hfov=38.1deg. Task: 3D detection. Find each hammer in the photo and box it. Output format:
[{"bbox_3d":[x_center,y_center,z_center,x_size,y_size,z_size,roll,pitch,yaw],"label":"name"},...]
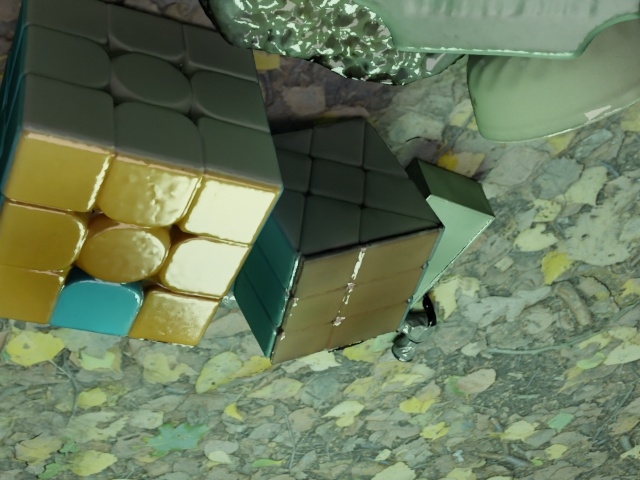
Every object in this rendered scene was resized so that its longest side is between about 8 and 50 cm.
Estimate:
[{"bbox_3d":[0.005,0.129,1.579,0.426,0.044,0.152,9,131,-22],"label":"hammer"}]

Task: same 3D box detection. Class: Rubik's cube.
[{"bbox_3d":[-0.243,-0.083,1.119,0.291,0.290,0.292,11,132,-25],"label":"Rubik's cube"},{"bbox_3d":[0.000,0.000,1.279,0.221,0.231,0.225,-13,143,-26],"label":"Rubik's cube"}]

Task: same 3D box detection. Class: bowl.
[{"bbox_3d":[0.297,-0.246,1.139,0.277,0.277,0.145,-26,108,12],"label":"bowl"}]

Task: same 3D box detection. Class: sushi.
[{"bbox_3d":[0.022,-0.305,1.052,0.350,0.171,0.211,2,136,-16],"label":"sushi"}]

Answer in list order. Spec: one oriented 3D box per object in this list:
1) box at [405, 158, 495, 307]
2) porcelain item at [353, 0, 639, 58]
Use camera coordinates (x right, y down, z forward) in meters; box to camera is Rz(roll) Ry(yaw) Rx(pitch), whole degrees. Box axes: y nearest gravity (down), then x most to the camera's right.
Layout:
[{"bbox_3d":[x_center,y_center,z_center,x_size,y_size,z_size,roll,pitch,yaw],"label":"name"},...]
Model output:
[{"bbox_3d":[0.145,-0.006,1.446,0.129,0.086,0.225,17,128,-30],"label":"box"},{"bbox_3d":[0.162,-0.318,0.834,0.285,0.157,0.281,2,128,5],"label":"porcelain item"}]
